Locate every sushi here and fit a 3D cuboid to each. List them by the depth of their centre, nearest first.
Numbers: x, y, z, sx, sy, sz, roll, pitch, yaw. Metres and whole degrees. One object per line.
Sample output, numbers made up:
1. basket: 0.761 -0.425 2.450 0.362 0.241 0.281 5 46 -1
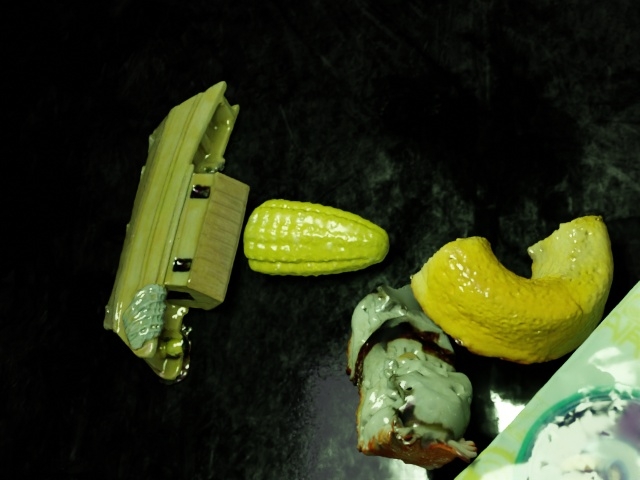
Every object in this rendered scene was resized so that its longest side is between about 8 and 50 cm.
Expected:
1. sushi: 0.100 0.156 1.398 0.332 0.124 0.130 -97 30 -54

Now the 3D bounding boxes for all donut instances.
1. donut: 0.257 0.064 1.413 0.259 0.101 0.152 -11 63 -21

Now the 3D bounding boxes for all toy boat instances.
1. toy boat: -0.190 -0.024 1.691 0.162 0.136 0.445 0 63 19

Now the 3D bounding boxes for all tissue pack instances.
1. tissue pack: 0.347 0.265 1.269 0.388 0.162 0.287 -47 58 -4

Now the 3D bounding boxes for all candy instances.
1. candy: 0.000 0.000 1.612 0.199 0.094 0.106 4 101 21
